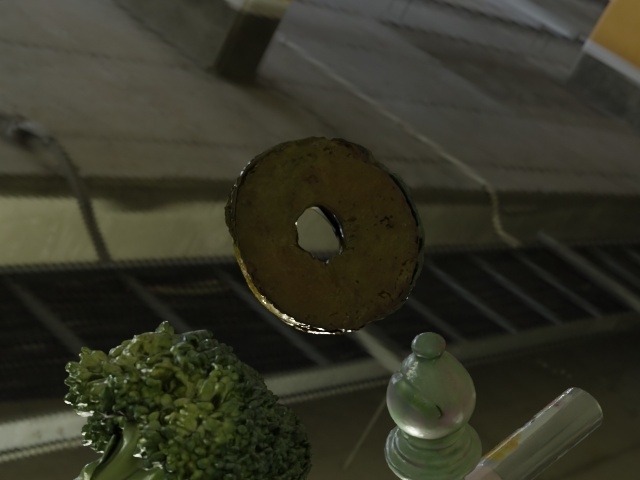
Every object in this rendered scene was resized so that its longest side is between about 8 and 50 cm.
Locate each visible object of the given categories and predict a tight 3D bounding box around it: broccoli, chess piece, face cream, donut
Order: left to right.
[{"bbox_3d":[-0.140,0.200,1.204,0.259,0.288,0.235,0,-120,-4],"label":"broccoli"},{"bbox_3d":[0.000,0.000,1.635,0.272,0.272,0.107,29,158,0],"label":"donut"},{"bbox_3d":[0.092,0.183,1.025,0.139,0.272,0.139,-5,-145,3],"label":"chess piece"},{"bbox_3d":[0.305,0.323,1.864,0.269,0.107,0.073,-33,-98,-23],"label":"face cream"}]
